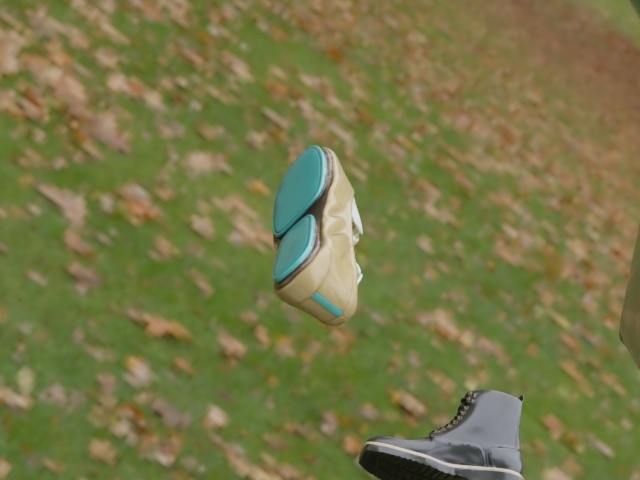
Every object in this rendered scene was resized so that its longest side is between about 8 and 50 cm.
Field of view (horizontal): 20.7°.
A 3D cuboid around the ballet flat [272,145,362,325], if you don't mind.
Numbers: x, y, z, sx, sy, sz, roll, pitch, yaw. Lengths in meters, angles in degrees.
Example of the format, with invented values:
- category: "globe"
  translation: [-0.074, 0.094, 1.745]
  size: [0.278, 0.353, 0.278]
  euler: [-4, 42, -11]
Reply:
- category: "ballet flat"
  translation: [0.000, 0.000, 1.448]
  size: [0.073, 0.080, 0.232]
  euler: [40, 24, -17]

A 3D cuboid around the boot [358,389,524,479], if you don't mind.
- category: "boot"
  translation: [0.147, 0.228, 2.074]
  size: [0.198, 0.077, 0.137]
  euler: [16, 57, -12]

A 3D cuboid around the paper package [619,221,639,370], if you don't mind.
- category: "paper package"
  translation: [0.462, -0.005, 1.639]
  size: [0.310, 0.324, 0.168]
  euler: [10, 12, -2]

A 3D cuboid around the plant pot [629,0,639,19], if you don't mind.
- category: "plant pot"
  translation: [0.427, -0.294, 1.742]
  size: [0.290, 0.290, 0.195]
  euler: [39, 23, 5]
